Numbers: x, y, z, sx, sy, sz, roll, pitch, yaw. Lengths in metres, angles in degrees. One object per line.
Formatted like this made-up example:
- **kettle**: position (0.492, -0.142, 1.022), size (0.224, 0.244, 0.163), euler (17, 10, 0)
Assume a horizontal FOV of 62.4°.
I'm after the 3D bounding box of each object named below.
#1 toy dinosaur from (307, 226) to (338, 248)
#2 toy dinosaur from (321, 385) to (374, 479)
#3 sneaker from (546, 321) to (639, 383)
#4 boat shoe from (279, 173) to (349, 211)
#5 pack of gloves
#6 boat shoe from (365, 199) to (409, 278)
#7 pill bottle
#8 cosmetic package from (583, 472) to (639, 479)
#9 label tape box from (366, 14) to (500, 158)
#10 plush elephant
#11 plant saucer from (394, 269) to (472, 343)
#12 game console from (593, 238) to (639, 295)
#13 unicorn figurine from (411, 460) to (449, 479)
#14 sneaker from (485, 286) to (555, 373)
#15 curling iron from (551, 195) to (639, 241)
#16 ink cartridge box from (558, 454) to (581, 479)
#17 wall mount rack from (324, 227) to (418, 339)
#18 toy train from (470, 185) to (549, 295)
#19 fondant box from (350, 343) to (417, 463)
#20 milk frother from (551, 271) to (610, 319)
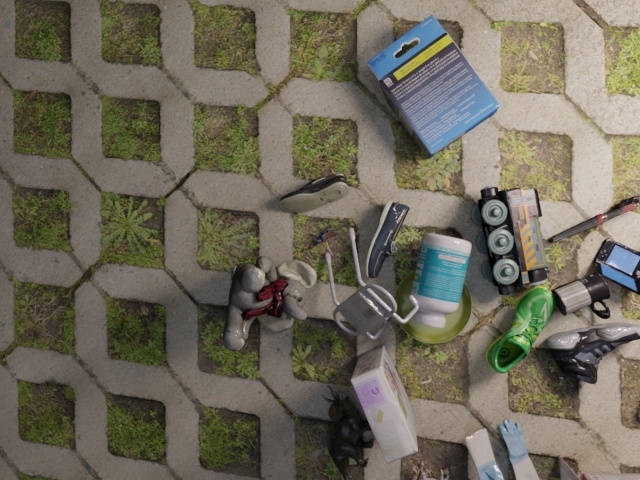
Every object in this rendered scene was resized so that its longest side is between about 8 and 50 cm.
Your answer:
- **toy dinosaur**: position (0.000, 0.000, 1.699), size (0.090, 0.047, 0.082), euler (25, 111, -3)
- **toy dinosaur**: position (0.084, 0.615, 1.662), size (0.160, 0.121, 0.314), euler (8, 95, 19)
- **sneaker**: position (0.820, 0.335, 1.562), size (0.268, 0.101, 0.153), euler (-13, 89, 13)
- **boat shoe**: position (-0.022, -0.152, 1.695), size (0.232, 0.084, 0.079), euler (-17, 49, 14)
- **pack of gloves**: position (0.559, 0.668, 1.581), size (0.194, 0.046, 0.232), euler (-18, 87, -17)
- **boat shoe**: position (0.209, 0.003, 1.646), size (0.079, 0.095, 0.255), euler (18, 83, 18)
- **pill bottle**: position (0.349, 0.118, 1.560), size (0.146, 0.146, 0.264), euler (12, 90, 7)
- **cosmetic package**: position (0.970, 0.786, 1.509), size (0.365, 0.155, 0.197), euler (-4, 87, 9)
- **label tape box**: position (0.339, -0.465, 1.622), size (0.249, 0.115, 0.348), euler (-35, 83, 6)
- **plush elephant**: position (-0.147, 0.178, 1.623), size (0.255, 0.330, 0.272), euler (15, 106, -15)
- **plant saucer**: position (0.350, 0.199, 1.652), size (0.240, 0.037, 0.241), euler (0, 89, 8)
- **game console**: position (0.896, 0.076, 1.557), size (0.144, 0.085, 0.124), euler (27, 93, 6)
- **unicorn figurine**: position (0.359, 0.759, 1.643), size (0.161, 0.060, 0.111), euler (16, 92, 23)
- **sneaker**: position (0.603, 0.276, 1.561), size (0.109, 0.123, 0.296), euler (28, 103, 3)
- **curling iron**: position (0.829, -0.059, 1.585), size (0.273, 0.068, 0.035), euler (-29, 88, 12)
- **ink cartridge box**: position (0.745, 0.782, 1.466), size (0.066, 0.296, 0.261), euler (-1, 90, 7)
- **wall mount rack**: position (0.121, 0.144, 1.584), size (0.304, 0.350, 0.130), euler (46, 59, 3)
- **toy train**: position (0.574, -0.007, 1.580), size (0.190, 0.142, 0.334), euler (-11, 89, -2)
- **fondant box**: position (0.187, 0.453, 1.524), size (0.096, 0.330, 0.239), euler (-24, 86, 6)
- **milk frother**: position (0.769, 0.185, 1.552), size (0.134, 0.129, 0.143), euler (-23, 82, 5)
